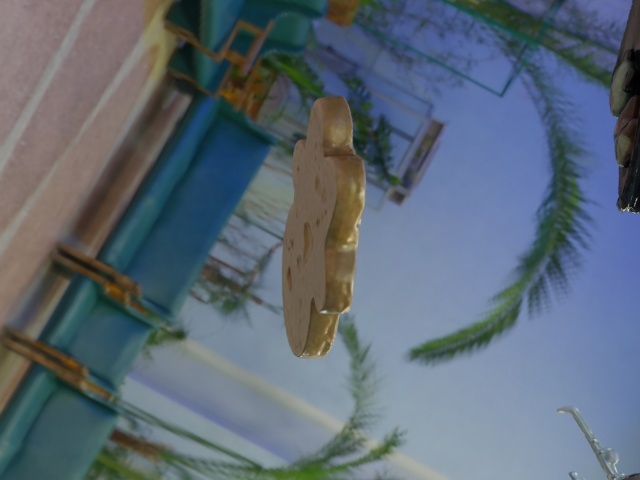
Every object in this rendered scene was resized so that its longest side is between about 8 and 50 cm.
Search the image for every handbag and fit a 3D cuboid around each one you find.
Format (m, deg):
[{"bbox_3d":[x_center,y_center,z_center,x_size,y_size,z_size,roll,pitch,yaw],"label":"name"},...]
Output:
[{"bbox_3d":[0.362,-0.219,1.005,0.303,0.122,0.329,-68,157,-54],"label":"handbag"}]

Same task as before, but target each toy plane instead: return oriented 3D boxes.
[{"bbox_3d":[0.304,0.279,0.954,0.101,0.251,0.255,-23,157,27],"label":"toy plane"}]

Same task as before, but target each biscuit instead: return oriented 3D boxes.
[{"bbox_3d":[0.003,0.000,1.239,0.275,0.052,0.354,-102,-163,-46],"label":"biscuit"}]
